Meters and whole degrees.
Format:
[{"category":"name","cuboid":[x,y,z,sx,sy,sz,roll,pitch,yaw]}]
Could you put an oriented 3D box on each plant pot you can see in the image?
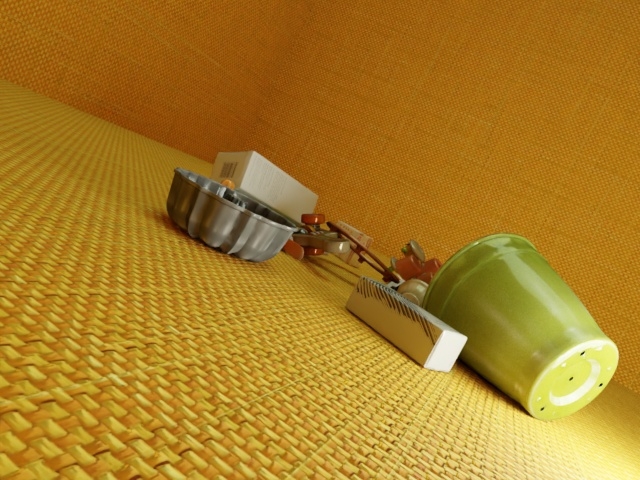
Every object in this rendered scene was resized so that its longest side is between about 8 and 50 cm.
[{"category":"plant pot","cuboid":[0.494,0.226,1.248,0.366,0.366,0.353,24,19,-32]}]

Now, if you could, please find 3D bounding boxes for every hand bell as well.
[{"category":"hand bell","cuboid":[0.244,0.195,1.501,0.126,0.126,0.242,29,18,21]}]

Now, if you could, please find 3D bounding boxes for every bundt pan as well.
[{"category":"bundt pan","cuboid":[-0.226,-0.050,1.254,0.330,0.124,0.331,26,6,-3]}]

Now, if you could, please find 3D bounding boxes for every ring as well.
[{"category":"ring","cuboid":[0.144,0.050,1.824,0.336,0.032,0.336,42,-4,3]}]

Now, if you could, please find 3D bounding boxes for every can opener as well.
[{"category":"can opener","cuboid":[0.300,0.178,1.861,0.186,0.059,0.073,-29,97,-59]}]

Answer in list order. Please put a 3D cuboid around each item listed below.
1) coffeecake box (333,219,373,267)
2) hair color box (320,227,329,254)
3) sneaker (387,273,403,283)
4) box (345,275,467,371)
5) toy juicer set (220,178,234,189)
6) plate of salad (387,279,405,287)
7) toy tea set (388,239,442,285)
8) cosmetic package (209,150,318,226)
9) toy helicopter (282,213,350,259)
[{"category":"coffeecake box","cuboid":[0.122,0.015,2.243,0.068,0.142,0.185,22,8,-42]},{"category":"hair color box","cuboid":[0.000,0.000,2.056,0.053,0.093,0.167,29,5,24]},{"category":"sneaker","cuboid":[0.337,0.193,2.148,0.067,0.064,0.175,-2,17,-36]},{"category":"box","cuboid":[0.191,0.189,1.192,0.113,0.094,0.275,22,7,-45]},{"category":"toy juicer set","cuboid":[-0.310,-0.160,1.766,0.329,0.090,0.209,30,6,27]},{"category":"plate of salad","cuboid":[0.345,0.207,1.928,0.199,0.048,0.200,11,24,-5]},{"category":"toy tea set","cuboid":[0.327,0.120,1.749,0.336,0.124,0.200,35,33,-39]},{"category":"cosmetic package","cuboid":[-0.216,-0.189,1.988,0.217,0.156,0.385,7,-15,41]},{"category":"toy helicopter","cuboid":[-0.035,-0.004,1.641,0.235,0.140,0.355,-2,8,-29]}]
